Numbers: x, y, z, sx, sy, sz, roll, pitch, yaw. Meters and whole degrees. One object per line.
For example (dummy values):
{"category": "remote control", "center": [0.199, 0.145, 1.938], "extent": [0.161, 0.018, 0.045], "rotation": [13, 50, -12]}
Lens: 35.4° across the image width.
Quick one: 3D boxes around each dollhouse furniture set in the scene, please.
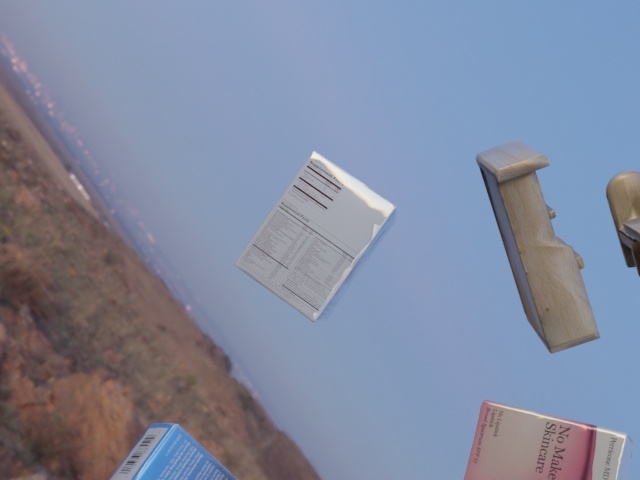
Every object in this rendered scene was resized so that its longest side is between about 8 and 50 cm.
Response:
{"category": "dollhouse furniture set", "center": [0.275, -0.030, 0.840], "extent": [0.212, 0.242, 0.161], "rotation": [-91, 162, -78]}

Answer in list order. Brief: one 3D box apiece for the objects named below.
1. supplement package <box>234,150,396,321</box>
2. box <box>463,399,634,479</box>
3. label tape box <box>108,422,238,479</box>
{"category": "supplement package", "center": [0.000, 0.000, 1.512], "extent": [0.149, 0.203, 0.194], "rotation": [35, 0, 6]}
{"category": "box", "center": [0.363, 0.357, 1.594], "extent": [0.232, 0.148, 0.127], "rotation": [10, -14, 25]}
{"category": "label tape box", "center": [-0.221, 0.515, 1.700], "extent": [0.347, 0.249, 0.115], "rotation": [49, -33, -21]}
